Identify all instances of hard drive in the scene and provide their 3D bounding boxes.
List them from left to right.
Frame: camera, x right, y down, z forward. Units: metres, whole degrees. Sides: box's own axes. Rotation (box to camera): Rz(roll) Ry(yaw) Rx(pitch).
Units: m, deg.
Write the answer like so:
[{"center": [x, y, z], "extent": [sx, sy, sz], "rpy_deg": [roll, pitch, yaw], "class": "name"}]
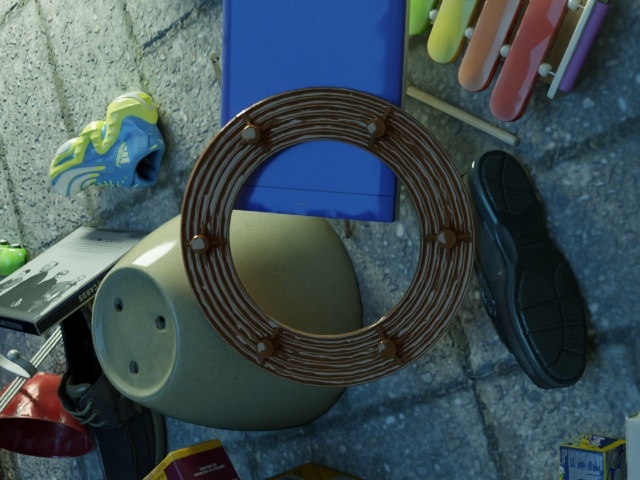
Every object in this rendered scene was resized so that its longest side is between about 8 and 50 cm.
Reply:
[{"center": [-0.009, -0.187, 1.148], "extent": [0.210, 0.040, 0.318], "rpy_deg": [5, 100, 17], "class": "hard drive"}]

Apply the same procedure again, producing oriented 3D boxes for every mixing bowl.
[{"center": [-0.448, 0.275, 1.659], "extent": [0.181, 0.181, 0.098], "rpy_deg": [-26, 47, 39], "class": "mixing bowl"}]

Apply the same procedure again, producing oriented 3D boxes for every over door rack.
[{"center": [-0.559, 0.178, 1.655], "extent": [0.324, 0.239, 0.108], "rpy_deg": [0, 136, 47], "class": "over door rack"}]

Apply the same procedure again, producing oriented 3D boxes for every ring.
[{"center": [0.000, 0.000, 1.128], "extent": [0.337, 0.032, 0.336], "rpy_deg": [2, 97, 13], "class": "ring"}]

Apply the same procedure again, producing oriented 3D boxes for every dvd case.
[{"center": [-0.382, 0.054, 1.524], "extent": [0.179, 0.239, 0.029], "rpy_deg": [6, 124, 40], "class": "dvd case"}]

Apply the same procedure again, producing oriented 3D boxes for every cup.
[{"center": [-0.147, 0.103, 1.319], "extent": [0.331, 0.237, 0.331], "rpy_deg": [5, 98, 40], "class": "cup"}]

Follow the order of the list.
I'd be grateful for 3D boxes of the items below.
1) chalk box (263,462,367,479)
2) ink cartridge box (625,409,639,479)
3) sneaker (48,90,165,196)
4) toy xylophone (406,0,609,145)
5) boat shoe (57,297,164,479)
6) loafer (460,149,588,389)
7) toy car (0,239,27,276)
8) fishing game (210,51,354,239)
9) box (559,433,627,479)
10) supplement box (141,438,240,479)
[{"center": [-0.007, 0.451, 1.272], "extent": [0.179, 0.180, 0.288], "rpy_deg": [5, 99, 41], "class": "chalk box"}, {"center": [0.408, 0.309, 0.932], "extent": [0.226, 0.131, 0.306], "rpy_deg": [2, 94, 41], "class": "ink cartridge box"}, {"center": [-0.317, -0.110, 1.539], "extent": [0.240, 0.091, 0.126], "rpy_deg": [-41, 69, 35], "class": "sneaker"}, {"center": [0.165, -0.238, 1.119], "extent": [0.323, 0.081, 0.236], "rpy_deg": [27, 112, 36], "class": "toy xylophone"}, {"center": [-0.337, 0.226, 1.562], "extent": [0.132, 0.130, 0.355], "rpy_deg": [-14, 85, 41], "class": "boat shoe"}, {"center": [0.211, 0.036, 1.116], "extent": [0.084, 0.096, 0.267], "rpy_deg": [-41, 60, 57], "class": "loafer"}, {"center": [-0.602, 0.023, 1.820], "extent": [0.225, 0.053, 0.239], "rpy_deg": [10, 101, 40], "class": "toy car"}, {"center": [-0.043, -0.127, 1.280], "extent": [0.264, 0.041, 0.189], "rpy_deg": [46, 166, 26], "class": "fishing game"}, {"center": [0.288, 0.294, 1.080], "extent": [0.054, 0.059, 0.168], "rpy_deg": [3, 96, 42], "class": "box"}, {"center": [-0.131, 0.343, 1.197], "extent": [0.104, 0.081, 0.188], "rpy_deg": [-46, 65, 34], "class": "supplement box"}]
